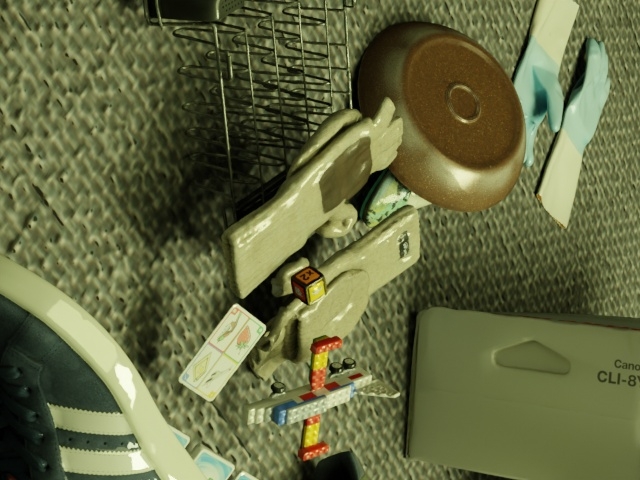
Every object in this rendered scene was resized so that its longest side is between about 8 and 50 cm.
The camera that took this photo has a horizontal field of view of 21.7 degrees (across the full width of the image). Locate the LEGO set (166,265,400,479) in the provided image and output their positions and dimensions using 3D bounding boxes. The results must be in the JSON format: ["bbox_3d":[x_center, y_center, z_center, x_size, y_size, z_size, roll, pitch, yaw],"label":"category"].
[{"bbox_3d":[-0.047,0.145,1.349,0.244,0.060,0.182,-53,139,-4],"label":"LEGO set"}]

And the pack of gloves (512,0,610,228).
[{"bbox_3d":[0.282,-0.158,1.873,0.195,0.046,0.232,43,59,-46],"label":"pack of gloves"}]

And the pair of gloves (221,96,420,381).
[{"bbox_3d":[0.000,0.000,1.395,0.204,0.042,0.240,-45,149,-21],"label":"pair of gloves"}]

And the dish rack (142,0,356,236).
[{"bbox_3d":[-0.043,-0.122,1.385,0.208,0.074,0.272,-36,130,-46],"label":"dish rack"}]

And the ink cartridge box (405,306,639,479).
[{"bbox_3d":[0.303,0.160,1.728,0.384,0.279,0.160,5,90,-54],"label":"ink cartridge box"}]

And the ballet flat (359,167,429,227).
[{"bbox_3d":[0.105,-0.074,1.601,0.188,0.070,0.070,-56,135,-35],"label":"ballet flat"}]

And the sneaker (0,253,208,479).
[{"bbox_3d":[-0.189,0.157,1.168,0.148,0.131,0.350,-47,123,-22],"label":"sneaker"}]

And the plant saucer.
[{"bbox_3d":[0.126,-0.125,1.583,0.198,0.036,0.199,15,62,-31],"label":"plant saucer"}]

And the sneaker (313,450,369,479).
[{"bbox_3d":[-0.030,0.292,1.429,0.300,0.111,0.121,-46,121,-54],"label":"sneaker"}]
